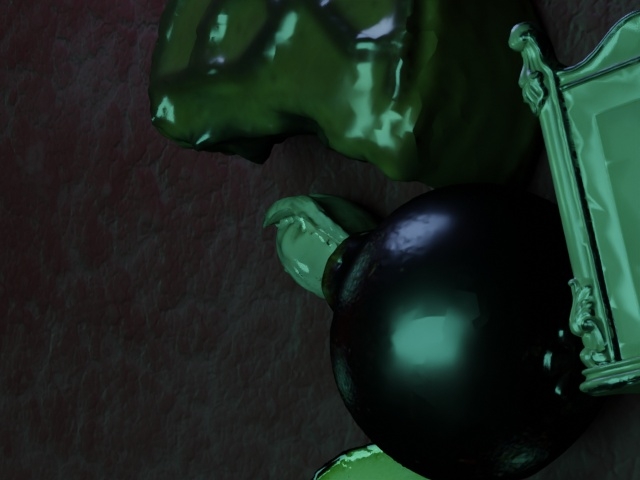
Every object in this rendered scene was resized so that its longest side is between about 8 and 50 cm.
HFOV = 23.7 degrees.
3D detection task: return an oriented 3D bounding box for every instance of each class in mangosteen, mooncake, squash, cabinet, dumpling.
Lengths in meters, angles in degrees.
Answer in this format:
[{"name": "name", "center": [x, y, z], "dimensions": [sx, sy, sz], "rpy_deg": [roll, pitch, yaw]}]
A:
[{"name": "mangosteen", "center": [0.134, 0.077, 1.468], "dimensions": [0.313, 0.297, 0.297], "rpy_deg": [38, 114, 29]}, {"name": "mooncake", "center": [0.014, -0.178, 1.609], "dimensions": [0.394, 0.246, 0.393], "rpy_deg": [-37, 61, 31]}, {"name": "squash", "center": [0.076, 0.318, 1.679], "dimensions": [0.184, 0.085, 0.192], "rpy_deg": [-46, 61, -1]}, {"name": "cabinet", "center": [0.345, -0.048, 1.289], "dimensions": [0.227, 0.290, 0.318], "rpy_deg": [-21, 75, 37]}, {"name": "dumpling", "center": [0.000, 0.000, 1.685], "dimensions": [0.199, 0.136, 0.118], "rpy_deg": [7, 67, 62]}]
